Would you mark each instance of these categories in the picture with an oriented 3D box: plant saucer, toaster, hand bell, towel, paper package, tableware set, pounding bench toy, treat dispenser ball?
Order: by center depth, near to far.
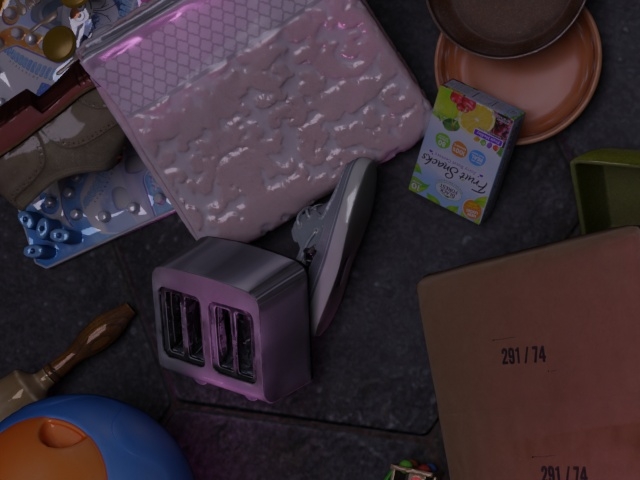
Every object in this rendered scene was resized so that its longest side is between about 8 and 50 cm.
[{"bbox_3d":[0.287,0.153,1.699,0.324,0.168,0.310,-17,79,45],"label":"paper package"},{"bbox_3d":[0.378,-0.040,1.756,0.188,0.188,0.045,6,57,20],"label":"plant saucer"},{"bbox_3d":[0.219,-0.304,1.858,0.198,0.036,0.199,-2,84,21],"label":"plant saucer"},{"bbox_3d":[0.095,0.287,1.875,0.083,0.052,0.065,9,88,20],"label":"pounding bench toy"},{"bbox_3d":[-0.285,0.323,1.882,0.288,0.288,0.288,-2,84,20],"label":"treat dispenser ball"},{"bbox_3d":[0.234,-0.209,1.883,0.199,0.037,0.200,-2,85,19],"label":"plant saucer"},{"bbox_3d":[-0.099,0.088,1.887,0.168,0.110,0.186,15,120,31],"label":"toaster"},{"bbox_3d":[-0.072,-0.176,1.890,0.331,0.053,0.317,-30,111,11],"label":"towel"},{"bbox_3d":[-0.333,0.161,2.031,0.242,0.126,0.126,-40,73,-1],"label":"hand bell"},{"bbox_3d":[-0.326,-0.292,2.048,0.104,0.024,0.154,-35,73,10],"label":"tableware set"}]

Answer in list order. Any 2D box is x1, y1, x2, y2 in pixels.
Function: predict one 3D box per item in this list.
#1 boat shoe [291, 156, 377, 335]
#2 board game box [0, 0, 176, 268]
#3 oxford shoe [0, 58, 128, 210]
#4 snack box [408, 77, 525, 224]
[{"bbox_3d":[0.000,0.000,1.908,0.081,0.079,0.228,23,106,16],"label":"boat shoe"},{"bbox_3d":[-0.265,-0.213,2.055,0.390,0.050,0.390,-24,77,16],"label":"board game box"},{"bbox_3d":[-0.265,-0.163,1.984,0.348,0.123,0.130,-29,113,7],"label":"oxford shoe"},{"bbox_3d":[0.169,-0.103,1.865,0.100,0.037,0.141,29,122,21],"label":"snack box"}]
